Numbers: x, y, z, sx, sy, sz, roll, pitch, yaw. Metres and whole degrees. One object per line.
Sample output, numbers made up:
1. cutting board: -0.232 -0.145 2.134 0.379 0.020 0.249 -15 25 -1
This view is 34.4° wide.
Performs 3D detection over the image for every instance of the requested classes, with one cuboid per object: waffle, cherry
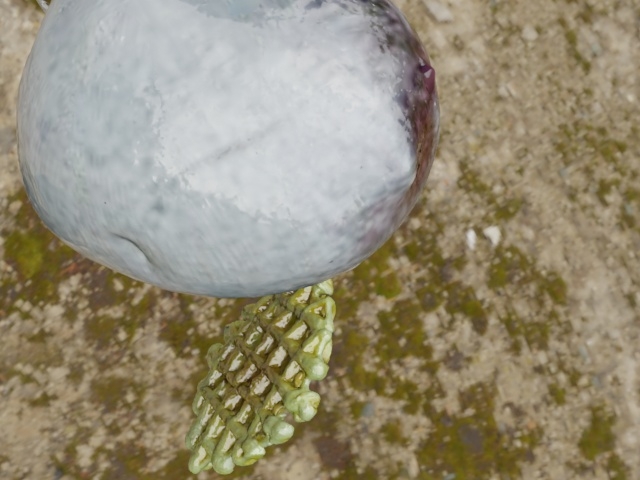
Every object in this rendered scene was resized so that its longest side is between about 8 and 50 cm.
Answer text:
1. waffle: -0.051 0.112 0.867 0.036 0.183 0.169 31 43 -25
2. cherry: -0.066 -0.087 0.670 0.296 0.218 0.255 29 60 23

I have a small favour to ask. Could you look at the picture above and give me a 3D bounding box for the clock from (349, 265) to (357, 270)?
1. clock: 0.000 -0.001 1.048 0.117 0.176 0.080 4 95 2
